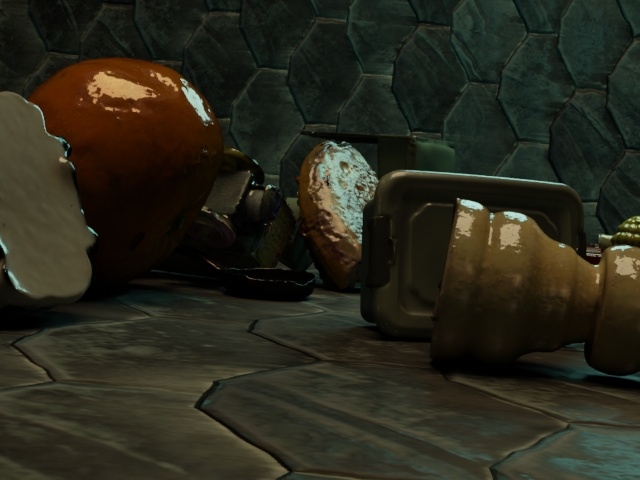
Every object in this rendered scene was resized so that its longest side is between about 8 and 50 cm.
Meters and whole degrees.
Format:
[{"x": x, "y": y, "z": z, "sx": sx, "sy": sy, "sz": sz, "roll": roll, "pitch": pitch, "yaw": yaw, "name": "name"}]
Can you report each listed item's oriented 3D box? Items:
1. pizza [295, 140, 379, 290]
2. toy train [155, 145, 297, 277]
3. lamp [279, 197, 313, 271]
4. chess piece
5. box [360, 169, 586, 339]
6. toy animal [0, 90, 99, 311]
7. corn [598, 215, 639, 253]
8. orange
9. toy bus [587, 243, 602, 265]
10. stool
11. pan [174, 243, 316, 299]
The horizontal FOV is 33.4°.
[{"x": 0.030, "y": -0.035, "z": 1.529, "sx": 0.161, "sy": 0.085, "sz": 0.305, "roll": 31, "pitch": 32, "yaw": -26, "name": "pizza"}, {"x": -0.166, "y": -0.033, "z": 1.437, "sx": 0.261, "sy": 0.134, "sz": 0.177, "roll": 7, "pitch": -35, "yaw": 26, "name": "toy train"}, {"x": 0.000, "y": 0.000, "z": 1.637, "sx": 0.214, "sy": 0.121, "sz": 0.121, "roll": 20, "pitch": 8, "yaw": 17, "name": "lamp"}, {"x": 0.225, "y": 0.050, "z": 0.879, "sx": 0.261, "sy": 0.143, "sz": 0.143, "roll": 9, "pitch": 3, "yaw": 7, "name": "chess piece"}, {"x": 0.147, "y": 0.020, "z": 1.067, "sx": 0.227, "sy": 0.162, "sz": 0.130, "roll": 3, "pitch": -7, "yaw": -15, "name": "box"}, {"x": -0.315, "y": -0.020, "z": 0.958, "sx": 0.156, "sy": 0.208, "sz": 0.204, "roll": -23, "pitch": -9, "yaw": 25, "name": "toy animal"}, {"x": 0.648, "y": 0.033, "z": 1.823, "sx": 0.347, "sy": 0.130, "sz": 0.130, "roll": 10, "pitch": 5, "yaw": 22, "name": "corn"}, {"x": -0.244, "y": -0.079, "z": 1.213, "sx": 0.226, "sy": 0.284, "sz": 0.284, "roll": 40, "pitch": 5, "yaw": 1, "name": "orange"}, {"x": 0.603, "y": 0.052, "z": 2.015, "sx": 0.235, "sy": 0.073, "sz": 0.096, "roll": 5, "pitch": 12, "yaw": 19, "name": "toy bus"}, {"x": 0.102, "y": -0.080, "z": 2.048, "sx": 0.269, "sy": 0.244, "sz": 0.170, "roll": 6, "pitch": 3, "yaw": 32, "name": "stool"}, {"x": -0.108, "y": 0.041, "z": 1.321, "sx": 0.212, "sy": 0.040, "sz": 0.115, "roll": 13, "pitch": 7, "yaw": 23, "name": "pan"}]
